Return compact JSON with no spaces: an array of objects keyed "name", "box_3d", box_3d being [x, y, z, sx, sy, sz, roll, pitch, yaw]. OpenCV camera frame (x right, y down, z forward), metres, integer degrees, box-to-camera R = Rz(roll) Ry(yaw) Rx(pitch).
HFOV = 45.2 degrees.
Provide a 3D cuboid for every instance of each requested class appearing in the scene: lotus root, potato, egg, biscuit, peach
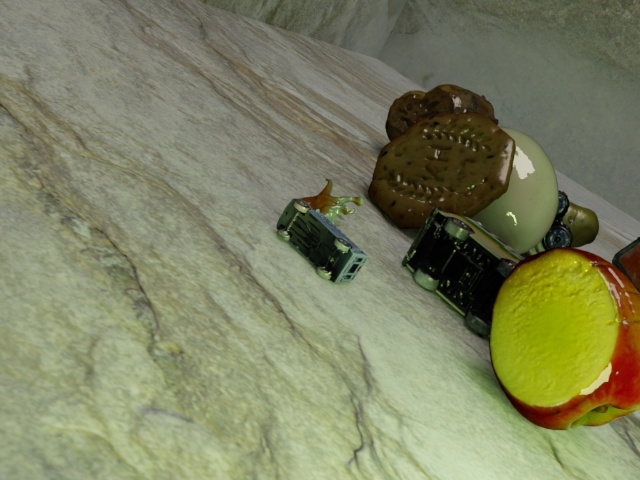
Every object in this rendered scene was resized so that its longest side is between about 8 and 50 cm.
[{"name":"lotus root","box_3d":[0.346,-0.353,2.289,0.316,0.316,0.250,41,13,31]},{"name":"potato","box_3d":[0.758,-0.051,2.357,0.200,0.137,0.154,19,21,-21]},{"name":"egg","box_3d":[0.436,-0.113,1.880,0.283,0.283,0.345,17,46,-29]},{"name":"biscuit","box_3d":[0.276,-0.168,1.783,0.359,0.359,0.046,50,-4,46]},{"name":"peach","box_3d":[0.386,0.150,1.195,0.245,0.248,0.275,50,30,-65]}]

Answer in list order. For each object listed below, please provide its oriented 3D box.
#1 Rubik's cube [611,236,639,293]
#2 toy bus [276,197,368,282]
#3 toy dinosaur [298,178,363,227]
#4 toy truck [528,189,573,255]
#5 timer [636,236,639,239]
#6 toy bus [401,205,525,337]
[{"name":"Rubik's cube","box_3d":[0.965,0.099,1.855,0.313,0.318,0.316,15,41,-41]},{"name":"toy bus","box_3d":[0.000,0.000,1.332,0.167,0.073,0.076,44,22,30]},{"name":"toy dinosaur","box_3d":[0.001,-0.068,1.556,0.142,0.057,0.212,-6,22,-26]},{"name":"toy truck","box_3d":[0.574,-0.050,2.043,0.177,0.213,0.161,-5,0,17]},{"name":"timer","box_3d":[1.088,0.103,2.274,0.395,0.173,0.395,22,7,-3]},{"name":"toy bus","box_3d":[0.326,0.079,1.465,0.179,0.143,0.305,8,27,-48]}]
